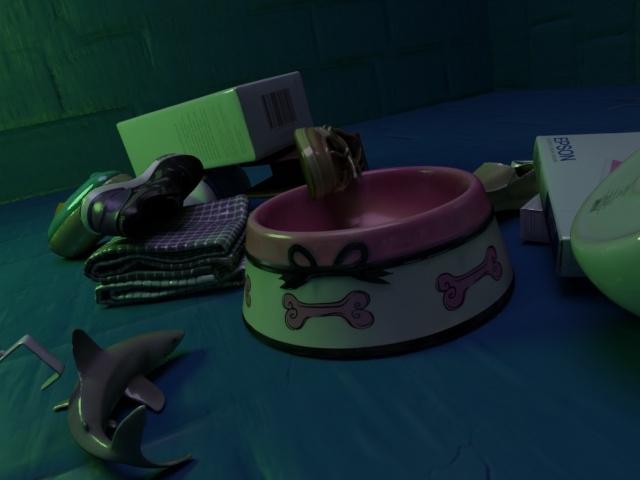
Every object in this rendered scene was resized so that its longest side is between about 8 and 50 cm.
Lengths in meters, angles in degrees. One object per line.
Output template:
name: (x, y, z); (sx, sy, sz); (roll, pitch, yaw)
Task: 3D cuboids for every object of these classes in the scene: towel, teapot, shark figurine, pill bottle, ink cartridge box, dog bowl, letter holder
towel: (-0.261, 0.012, 0.983); (0.283, 0.122, 0.235); (-9, 19, 7)
teapot: (0.379, 0.002, 0.476); (0.256, 0.187, 0.252); (-43, 2, 13)
shark figurine: (-0.235, 0.152, 0.558); (0.166, 0.116, 0.278); (-16, 16, -10)
pill bottle: (-0.295, -0.098, 1.287); (0.152, 0.153, 0.272); (-4, 18, 22)
ink cartridge box: (0.482, -0.065, 0.716); (0.329, 0.072, 0.324); (-1, 32, 16)
dog bowl: (0.070, 0.002, 0.772); (0.407, 0.151, 0.408); (-9, 18, 3)
letter holder: (-0.067, -0.125, 1.194); (0.301, 0.152, 0.214); (0, 27, 43)

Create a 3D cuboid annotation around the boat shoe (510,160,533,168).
boat shoe: (0.504, -0.132, 1.021); (0.257, 0.084, 0.095); (-2, 20, 27)

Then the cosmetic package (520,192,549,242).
cosmetic package: (0.431, -0.061, 0.886); (0.098, 0.061, 0.239); (12, 29, 39)

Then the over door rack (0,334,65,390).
over door rack: (-0.403, 0.199, 0.424); (0.324, 0.108, 0.239); (-27, 21, -7)

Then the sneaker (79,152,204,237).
sneaker: (-0.287, -0.076, 0.963); (0.124, 0.107, 0.283); (14, 34, 23)

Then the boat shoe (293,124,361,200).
boat shoe: (0.018, -0.132, 0.797); (0.089, 0.105, 0.285); (-12, 17, 7)

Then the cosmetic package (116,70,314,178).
cosmetic package: (-0.265, -0.274, 1.286); (0.452, 0.162, 0.230); (-1, 22, 39)

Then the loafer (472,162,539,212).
loafer: (0.307, -0.098, 0.969); (0.268, 0.092, 0.101); (-8, 12, -29)

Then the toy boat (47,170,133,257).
toy boat: (-0.584, -0.083, 1.346); (0.267, 0.148, 0.318); (-45, 6, 0)
